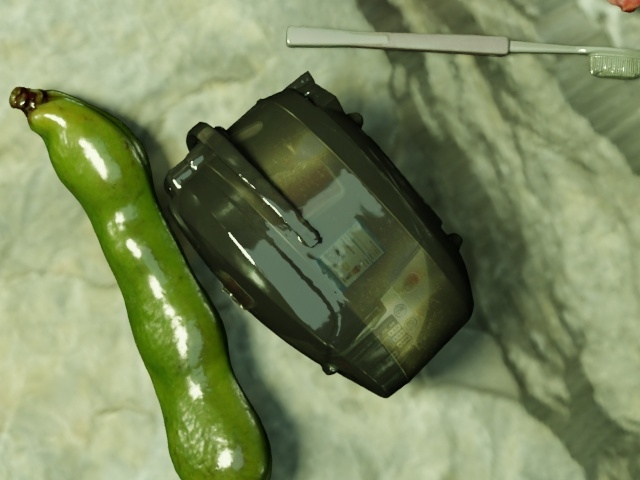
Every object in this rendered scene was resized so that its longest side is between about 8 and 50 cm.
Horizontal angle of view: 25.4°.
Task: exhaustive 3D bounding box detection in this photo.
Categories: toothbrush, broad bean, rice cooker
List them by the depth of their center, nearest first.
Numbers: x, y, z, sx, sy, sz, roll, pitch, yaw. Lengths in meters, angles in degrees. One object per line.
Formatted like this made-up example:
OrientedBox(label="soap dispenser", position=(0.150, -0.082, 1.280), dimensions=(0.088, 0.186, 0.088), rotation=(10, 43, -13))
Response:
OrientedBox(label="rice cooker", position=(0.000, 0.000, 0.704), dimensions=(0.106, 0.112, 0.165), rotation=(-37, 92, -9))
OrientedBox(label="broad bean", position=(-0.085, 0.030, 0.729), dimensions=(0.053, 0.052, 0.256), rotation=(-24, 87, -40))
OrientedBox(label="toothbrush", position=(0.079, -0.103, 0.759), dimensions=(0.194, 0.014, 0.017), rotation=(5, 89, -4))

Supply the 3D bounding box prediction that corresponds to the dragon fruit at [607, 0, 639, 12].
OrientedBox(label="dragon fruit", position=(0.190, -0.224, 0.712), dimensions=(0.161, 0.126, 0.274), rotation=(43, 87, -1))
